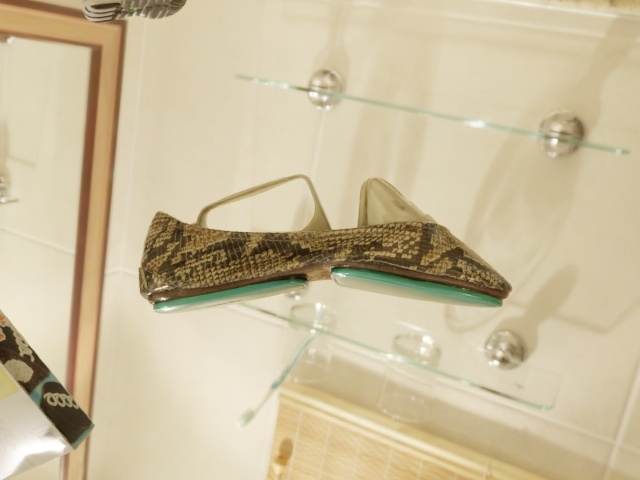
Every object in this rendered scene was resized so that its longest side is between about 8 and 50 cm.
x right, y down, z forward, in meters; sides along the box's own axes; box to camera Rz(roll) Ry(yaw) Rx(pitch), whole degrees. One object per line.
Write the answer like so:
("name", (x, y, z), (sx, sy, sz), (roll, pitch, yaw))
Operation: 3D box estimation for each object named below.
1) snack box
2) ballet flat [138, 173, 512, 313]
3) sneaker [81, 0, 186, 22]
("snack box", (-0.477, 0.175, 0.879), (0.187, 0.322, 0.060), (-26, -164, 21))
("ballet flat", (0.000, 0.000, 0.848), (0.482, 0.182, 0.164), (-1, 169, 5))
("sneaker", (-0.385, -0.519, 1.315), (0.228, 0.132, 0.086), (-22, 173, -41))
